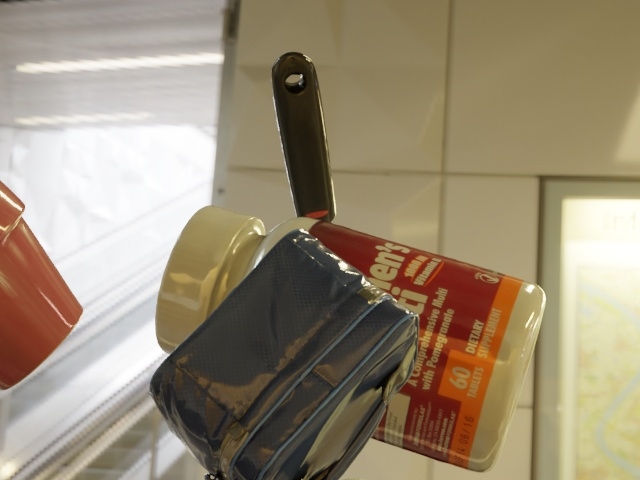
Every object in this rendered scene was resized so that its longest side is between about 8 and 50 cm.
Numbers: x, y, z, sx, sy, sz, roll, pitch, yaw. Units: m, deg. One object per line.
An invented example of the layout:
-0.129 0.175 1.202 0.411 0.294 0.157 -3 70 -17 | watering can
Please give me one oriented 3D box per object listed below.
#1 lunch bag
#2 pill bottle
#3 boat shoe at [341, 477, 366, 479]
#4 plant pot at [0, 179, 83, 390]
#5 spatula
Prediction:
-0.010 0.055 0.421 0.065 0.098 0.067 35 -19 23 | lunch bag
0.018 0.055 0.717 0.221 0.121 0.121 16 -9 12 | pill bottle
0.087 0.297 0.949 0.233 0.084 0.079 41 14 -6 | boat shoe
-0.369 0.058 1.264 0.180 0.201 0.201 48 -28 -16 | plant pot
0.000 0.000 0.805 0.084 0.030 0.296 -10 -50 -3 | spatula
